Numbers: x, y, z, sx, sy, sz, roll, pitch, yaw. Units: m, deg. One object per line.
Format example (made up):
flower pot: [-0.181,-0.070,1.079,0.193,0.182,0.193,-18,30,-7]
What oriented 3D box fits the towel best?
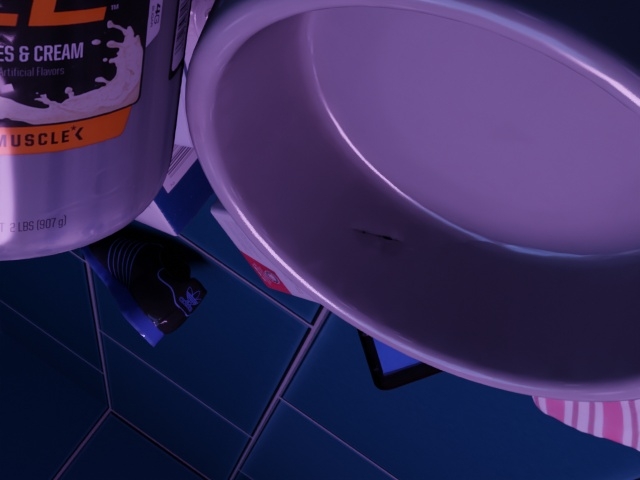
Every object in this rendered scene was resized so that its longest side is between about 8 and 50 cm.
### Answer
towel: [0.239,0.125,0.758,0.197,0.029,0.144,18,150,36]

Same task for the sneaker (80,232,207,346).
sneaker: [-0.210,0.035,1.159,0.232,0.090,0.081,43,170,47]

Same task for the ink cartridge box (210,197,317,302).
ink cartridge box: [0.000,0.000,0.807,0.151,0.063,0.109,14,148,41]

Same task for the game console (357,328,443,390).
game console: [0.099,0.069,0.740,0.124,0.085,0.144,26,146,41]

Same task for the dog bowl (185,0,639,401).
dog bowl: [0.083,-0.042,0.516,0.349,0.102,0.348,22,149,14]

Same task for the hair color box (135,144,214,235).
hair color box: [-0.246,-0.139,0.832,0.347,0.105,0.174,20,152,32]

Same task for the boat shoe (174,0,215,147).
boat shoe: [-0.070,-0.151,0.626,0.076,0.083,0.226,1,145,3]

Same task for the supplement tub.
supplement tub: [-0.149,-0.163,0.444,0.194,0.193,0.316,28,130,19]
